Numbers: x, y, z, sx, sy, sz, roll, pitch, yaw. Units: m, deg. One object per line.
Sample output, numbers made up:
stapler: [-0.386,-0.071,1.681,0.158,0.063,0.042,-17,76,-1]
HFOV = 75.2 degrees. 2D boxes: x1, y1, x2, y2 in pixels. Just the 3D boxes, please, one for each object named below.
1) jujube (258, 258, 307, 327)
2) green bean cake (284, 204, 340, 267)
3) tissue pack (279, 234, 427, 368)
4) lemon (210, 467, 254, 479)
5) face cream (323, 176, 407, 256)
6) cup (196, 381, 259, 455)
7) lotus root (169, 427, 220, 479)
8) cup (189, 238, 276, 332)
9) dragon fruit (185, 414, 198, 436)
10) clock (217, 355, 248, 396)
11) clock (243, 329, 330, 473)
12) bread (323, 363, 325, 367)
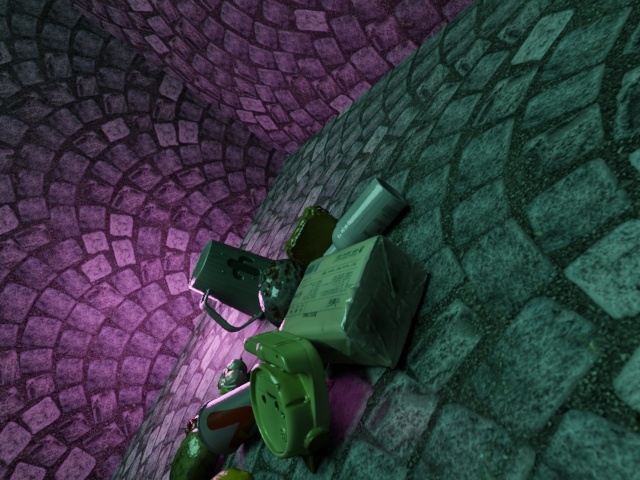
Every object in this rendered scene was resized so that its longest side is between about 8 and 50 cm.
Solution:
jujube: [-0.132,0.199,1.584,0.308,0.216,0.246,-146,73,-76]
green bean cake: [0.000,0.000,1.589,0.224,0.230,0.131,-59,17,8]
tissue pack: [0.075,0.180,1.146,0.380,0.207,0.297,-22,38,59]
lemon: [-0.261,0.744,1.163,0.207,0.170,0.170,-57,18,-21]
face cream: [0.126,-0.035,1.449,0.369,0.145,0.145,-49,21,19]
cup: [-0.251,0.572,1.394,0.288,0.203,0.203,-40,25,25]
lotus root: [-0.473,0.843,1.553,0.309,0.173,0.173,-63,19,6]
cup: [-0.411,0.211,2.031,0.310,0.392,0.401,-55,24,26]
dragon fruit: [-0.505,0.795,1.734,0.142,0.130,0.121,20,66,30]
clock: [-0.363,0.583,1.745,0.144,0.103,0.231,-64,17,6]
clock: [-0.090,0.422,1.088,0.286,0.117,0.348,-5,93,58]
bread: [-0.014,0.365,1.317,0.062,0.049,0.103,-45,24,31]
